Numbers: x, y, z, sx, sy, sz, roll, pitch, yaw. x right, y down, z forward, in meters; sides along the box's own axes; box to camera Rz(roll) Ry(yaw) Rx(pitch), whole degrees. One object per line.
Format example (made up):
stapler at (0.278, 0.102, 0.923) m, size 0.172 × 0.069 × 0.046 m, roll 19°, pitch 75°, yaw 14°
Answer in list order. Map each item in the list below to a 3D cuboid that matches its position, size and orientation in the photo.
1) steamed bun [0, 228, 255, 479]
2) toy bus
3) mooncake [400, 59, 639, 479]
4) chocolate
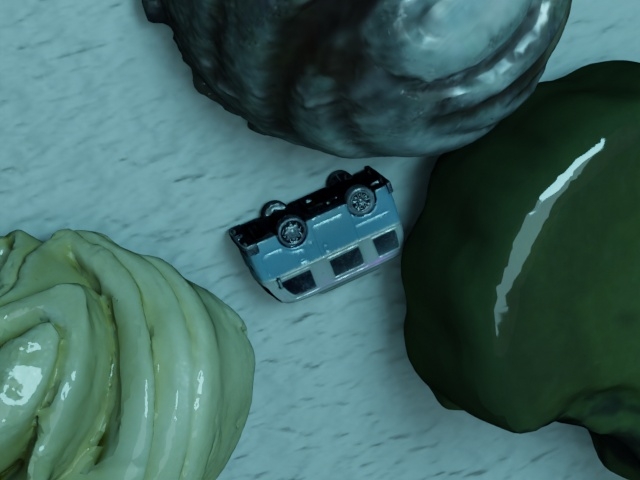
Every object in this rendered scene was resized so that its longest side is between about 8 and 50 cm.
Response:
steamed bun at (-0.194, 0.136, 1.017) m, size 0.289 × 0.203 × 0.276 m, roll 11°, pitch 101°, yaw -16°
toy bus at (0.000, 0.000, 1.105) m, size 0.123 × 0.060 × 0.075 m, roll -25°, pitch 111°, yaw -9°
mooncake at (0.238, 0.025, 1.094) m, size 0.351 × 0.187 × 0.351 m, roll -4°, pitch 105°, yaw -15°
chocolate at (0.048, -0.170, 0.976) m, size 0.303 × 0.213 × 0.303 m, roll -6°, pitch 112°, yaw -15°
